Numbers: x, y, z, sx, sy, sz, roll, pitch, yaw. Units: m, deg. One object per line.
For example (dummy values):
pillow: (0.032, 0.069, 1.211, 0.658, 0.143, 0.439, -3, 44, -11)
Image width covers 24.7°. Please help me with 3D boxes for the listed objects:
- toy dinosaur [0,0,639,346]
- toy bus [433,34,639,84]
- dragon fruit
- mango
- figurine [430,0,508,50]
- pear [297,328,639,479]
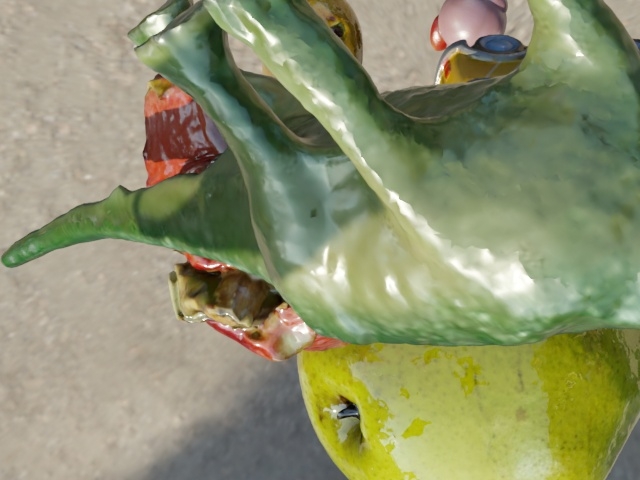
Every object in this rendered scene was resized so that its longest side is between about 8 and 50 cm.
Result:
toy dinosaur: (0.074, 0.026, 0.450, 0.301, 0.447, 0.087, 48, 56, -14)
toy bus: (0.197, -0.085, 1.170, 0.210, 0.136, 0.126, 1, 121, 1)
dragon fruit: (0.000, 0.000, 0.588, 0.162, 0.083, 0.106, 23, 90, -28)
mango: (-0.010, -0.175, 1.410, 0.089, 0.163, 0.111, -23, 57, -20)
figurine: (0.148, -0.215, 1.446, 0.071, 0.067, 0.083, 33, 109, 40)
pear: (0.122, 0.105, 1.208, 0.294, 0.294, 0.294, 0, 96, 5)
